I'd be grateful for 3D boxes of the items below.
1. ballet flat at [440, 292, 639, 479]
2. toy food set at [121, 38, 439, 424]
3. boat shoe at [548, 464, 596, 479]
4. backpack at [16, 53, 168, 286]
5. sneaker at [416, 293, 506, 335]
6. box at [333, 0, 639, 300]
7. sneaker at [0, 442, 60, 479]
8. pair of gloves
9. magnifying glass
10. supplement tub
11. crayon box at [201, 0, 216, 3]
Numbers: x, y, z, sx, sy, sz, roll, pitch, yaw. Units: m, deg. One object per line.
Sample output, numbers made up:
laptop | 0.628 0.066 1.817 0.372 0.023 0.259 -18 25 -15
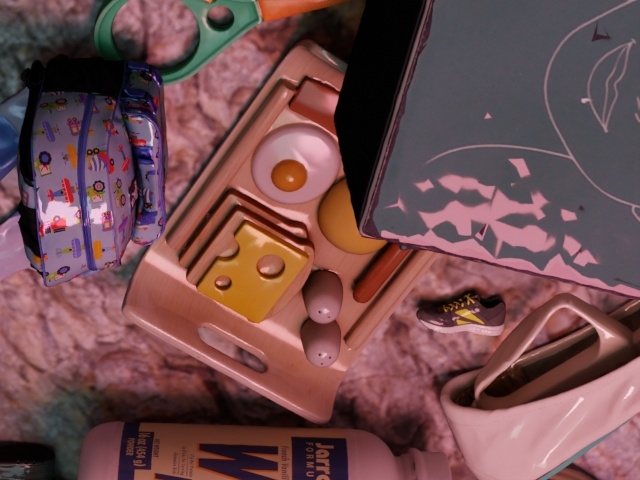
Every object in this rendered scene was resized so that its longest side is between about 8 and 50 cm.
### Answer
ballet flat | 0.272 0.082 1.680 0.400 0.139 0.139 -34 115 20
toy food set | 0.000 0.000 1.638 0.220 0.092 0.306 30 114 -18
boat shoe | 0.309 0.324 1.810 0.355 0.130 0.132 19 118 -12
backpack | -0.183 -0.050 1.534 0.117 0.173 0.158 -1 119 -1
sneaker | 0.126 0.062 1.717 0.083 0.031 0.035 4 114 -14
box | 0.301 -0.207 1.380 0.472 0.297 0.480 14 109 -8
sneaker | -0.304 0.233 1.785 0.170 0.051 0.089 4 115 -8
pair of gloves | -0.262 -0.038 1.649 0.159 0.023 0.198 -27 116 13
magnifying glass | -0.072 -0.184 1.570 0.231 0.026 0.092 -14 119 5
supplement tub | -0.053 0.282 1.716 0.325 0.235 0.235 2 120 -3
crayon box | -0.180 -0.308 1.463 0.278 0.081 0.165 19 118 -12
